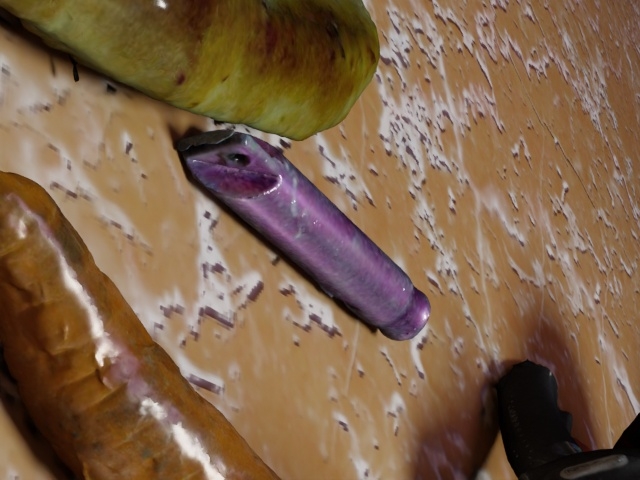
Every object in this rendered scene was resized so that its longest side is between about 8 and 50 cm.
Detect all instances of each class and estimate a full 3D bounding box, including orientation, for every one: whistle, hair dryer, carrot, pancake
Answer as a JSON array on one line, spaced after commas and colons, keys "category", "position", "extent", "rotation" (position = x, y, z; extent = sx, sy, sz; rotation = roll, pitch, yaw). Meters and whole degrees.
[{"category": "whistle", "position": [0.000, 0.000, 0.517], "extent": [0.176, 0.033, 0.033], "rotation": [43, 38, -46]}, {"category": "hair dryer", "position": [0.164, 0.106, 0.642], "extent": [0.271, 0.236, 0.091], "rotation": [-110, -173, -68]}, {"category": "carrot", "position": [-0.042, 0.075, 0.363], "extent": [0.248, 0.059, 0.059], "rotation": [56, 30, -22]}, {"category": "pancake", "position": [-0.083, -0.189, 0.437], "extent": [0.427, 0.067, 0.304], "rotation": [49, 32, -36]}]

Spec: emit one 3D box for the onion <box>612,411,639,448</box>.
[{"category": "onion", "position": [0.312, 0.208, 0.721], "extent": [0.285, 0.273, 0.273], "rotation": [18, 57, -40]}]
